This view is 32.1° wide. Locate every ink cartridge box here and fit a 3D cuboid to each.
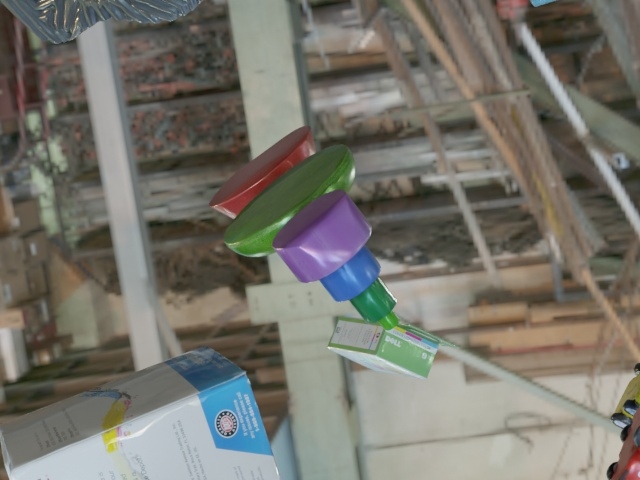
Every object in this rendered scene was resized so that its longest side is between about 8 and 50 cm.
[{"bbox_3d":[-0.175,0.232,1.091,0.232,0.171,0.168,-20,-168,-18],"label":"ink cartridge box"},{"bbox_3d":[0.114,0.174,1.790,0.109,0.062,0.209,27,166,-28],"label":"ink cartridge box"}]

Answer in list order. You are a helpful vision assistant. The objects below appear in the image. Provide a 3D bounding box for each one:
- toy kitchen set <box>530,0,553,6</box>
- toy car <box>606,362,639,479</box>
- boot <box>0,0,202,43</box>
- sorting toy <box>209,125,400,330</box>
[{"bbox_3d":[0.225,-0.313,1.112,0.122,0.207,0.166,-13,-144,30],"label":"toy kitchen set"},{"bbox_3d":[0.306,0.091,0.901,0.053,0.225,0.239,28,-167,10],"label":"toy car"},{"bbox_3d":[-0.080,-0.388,1.031,0.367,0.146,0.445,4,-132,52],"label":"boot"},{"bbox_3d":[0.000,0.000,0.945,0.127,0.126,0.365,-38,-164,-1],"label":"sorting toy"}]
